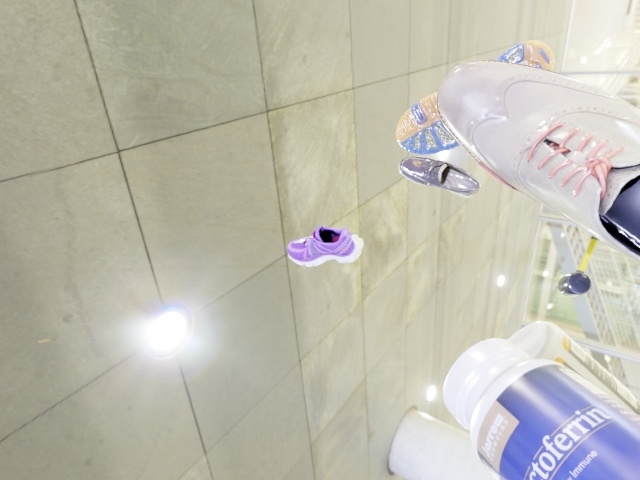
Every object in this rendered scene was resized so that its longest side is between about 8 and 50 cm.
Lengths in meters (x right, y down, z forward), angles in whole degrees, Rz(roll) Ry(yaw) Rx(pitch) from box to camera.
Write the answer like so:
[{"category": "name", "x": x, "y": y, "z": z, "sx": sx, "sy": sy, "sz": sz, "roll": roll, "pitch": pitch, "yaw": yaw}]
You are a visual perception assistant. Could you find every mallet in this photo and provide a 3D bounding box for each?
[{"category": "mallet", "x": 0.449, "y": 0.009, "z": 0.706, "sx": 0.190, "sy": 0.039, "sz": 0.062, "roll": -61, "pitch": 161, "yaw": -11}]

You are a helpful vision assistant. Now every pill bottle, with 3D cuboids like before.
[{"category": "pill bottle", "x": 0.262, "y": 0.226, "z": 0.453, "sx": 0.153, "sy": 0.264, "sz": 0.153, "roll": -7, "pitch": 111, "yaw": -20}, {"category": "pill bottle", "x": 0.467, "y": 0.295, "z": 0.773, "sx": 0.162, "sy": 0.278, "sz": 0.162, "roll": -47, "pitch": 176, "yaw": -5}]

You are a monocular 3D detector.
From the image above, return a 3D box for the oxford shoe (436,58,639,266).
[{"category": "oxford shoe", "x": 0.240, "y": -0.076, "z": 0.376, "sx": 0.130, "sy": 0.348, "sz": 0.123, "roll": -4, "pitch": 130, "yaw": -55}]

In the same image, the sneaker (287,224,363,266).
[{"category": "sneaker", "x": 0.000, "y": 0.000, "z": 0.774, "sx": 0.071, "sy": 0.169, "sz": 0.068, "roll": 48, "pitch": 51, "yaw": -32}]

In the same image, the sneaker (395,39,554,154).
[{"category": "sneaker", "x": 0.290, "y": -0.256, "z": 0.811, "sx": 0.112, "sy": 0.296, "sz": 0.131, "roll": 64, "pitch": 27, "yaw": -4}]

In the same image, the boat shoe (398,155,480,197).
[{"category": "boat shoe", "x": 0.215, "y": -0.122, "z": 0.763, "sx": 0.049, "sy": 0.152, "sz": 0.056, "roll": 39, "pitch": 70, "yaw": -77}]
